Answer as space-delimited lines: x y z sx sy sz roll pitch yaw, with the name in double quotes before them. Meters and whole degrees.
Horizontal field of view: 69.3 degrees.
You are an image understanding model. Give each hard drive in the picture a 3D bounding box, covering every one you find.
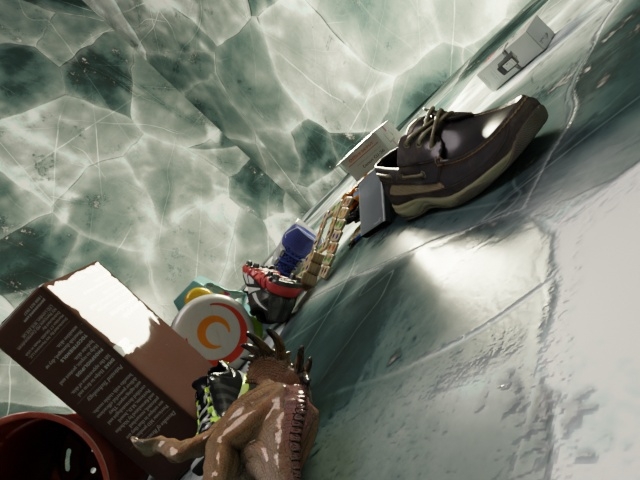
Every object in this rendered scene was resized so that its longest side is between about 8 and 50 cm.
"hard drive" 0.116 -0.083 1.000 0.094 0.022 0.135 -37 48 55

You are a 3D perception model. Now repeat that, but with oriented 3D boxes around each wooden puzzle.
"wooden puzzle" 0.096 -0.021 1.117 0.078 0.014 0.116 -48 5 32

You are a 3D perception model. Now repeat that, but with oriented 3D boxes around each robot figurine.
"robot figurine" 0.147 -0.139 1.170 0.211 0.085 0.291 -44 5 -27

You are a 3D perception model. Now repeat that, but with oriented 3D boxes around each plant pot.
"plant pot" -0.375 0.241 1.594 0.165 0.234 0.166 -47 7 1
"plant pot" -0.450 0.429 0.832 0.272 0.272 0.265 -48 -9 -7

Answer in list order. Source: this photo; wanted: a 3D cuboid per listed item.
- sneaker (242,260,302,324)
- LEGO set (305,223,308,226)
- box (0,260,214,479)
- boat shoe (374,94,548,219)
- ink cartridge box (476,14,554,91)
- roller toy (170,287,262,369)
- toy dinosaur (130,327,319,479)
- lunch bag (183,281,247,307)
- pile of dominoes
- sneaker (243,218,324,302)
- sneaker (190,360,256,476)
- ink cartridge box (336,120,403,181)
"sneaker" -0.136 0.127 1.129 0.276 0.097 0.135 18 95 62
"LEGO set" -0.068 -0.009 1.742 0.087 0.093 0.227 -47 7 2
"box" -0.345 0.226 0.830 0.143 0.381 0.191 -44 7 7
"boat shoe" 0.178 -0.129 0.710 0.132 0.130 0.355 -50 7 -22
"ink cartridge box" 0.458 -0.440 1.091 0.109 0.063 0.150 -52 8 -37
"roller toy" -0.267 0.231 1.110 0.191 0.209 0.146 -57 9 -27
"toy dinosaur" -0.051 0.174 0.439 0.200 0.127 0.295 -42 10 -24
"lunch bag" -0.337 0.285 1.355 0.223 0.160 0.262 -36 40 52
"pile of dominoes" 0.000 0.000 1.145 0.196 0.040 0.251 -37 30 61
"sneaker" -0.115 0.105 1.314 0.315 0.127 0.182 -51 7 35
"sneaker" -0.175 0.268 0.733 0.084 0.097 0.235 -46 6 9
"ink cartridge box" 0.122 -0.213 1.114 0.115 0.067 0.198 -40 4 31
